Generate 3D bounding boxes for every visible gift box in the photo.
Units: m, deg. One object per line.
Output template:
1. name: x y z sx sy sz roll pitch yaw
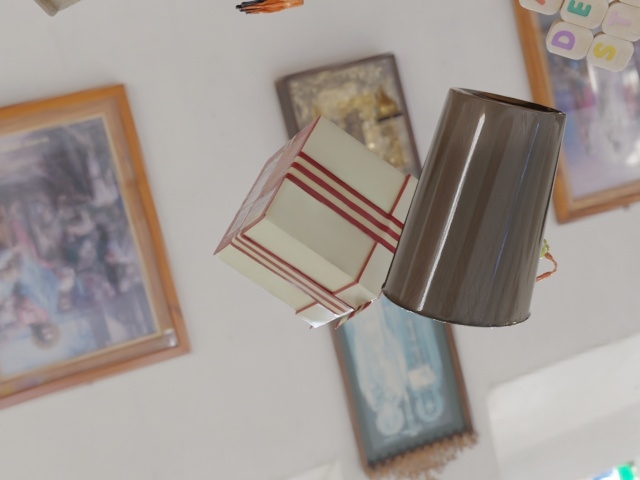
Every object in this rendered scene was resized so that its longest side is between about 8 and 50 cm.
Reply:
1. gift box: 0.000 0.000 1.719 0.276 0.258 0.255 -62 -165 -23

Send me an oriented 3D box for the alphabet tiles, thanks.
1. alphabet tiles: 0.469 -0.406 1.644 0.278 0.284 0.021 17 -146 -2

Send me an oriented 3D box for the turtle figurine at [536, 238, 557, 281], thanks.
1. turtle figurine: 0.256 0.015 1.722 0.270 0.217 0.087 -12 -156 1

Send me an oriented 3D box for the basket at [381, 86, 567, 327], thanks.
1. basket: 0.174 -0.041 1.129 0.154 0.226 0.204 22 -164 33

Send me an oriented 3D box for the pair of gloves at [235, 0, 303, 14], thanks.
1. pair of gloves: -0.048 -0.257 1.064 0.074 0.010 0.083 -12 158 -17

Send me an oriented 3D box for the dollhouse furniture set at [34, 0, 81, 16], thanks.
1. dollhouse furniture set: -0.241 -0.312 0.825 0.212 0.242 0.161 -52 -155 -19
